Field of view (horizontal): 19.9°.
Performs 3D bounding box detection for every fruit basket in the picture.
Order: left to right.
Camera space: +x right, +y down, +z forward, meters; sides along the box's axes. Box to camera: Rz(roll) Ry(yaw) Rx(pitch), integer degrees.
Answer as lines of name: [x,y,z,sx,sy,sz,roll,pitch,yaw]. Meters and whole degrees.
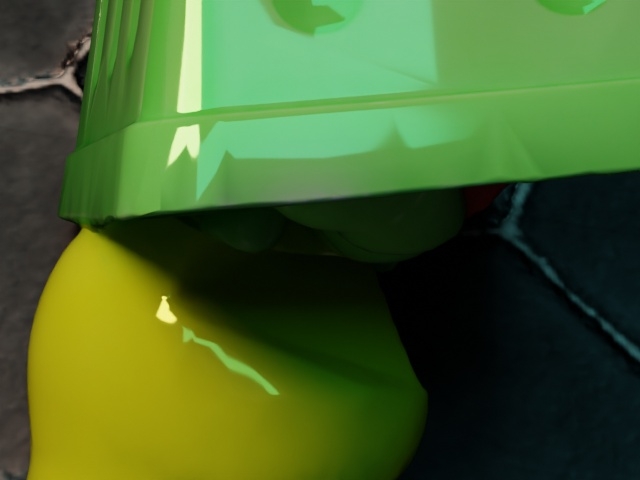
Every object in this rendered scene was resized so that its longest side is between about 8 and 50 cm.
fruit basket: [0.000,0.000,0.795,0.283,0.392,0.392,-6,55,-12]
